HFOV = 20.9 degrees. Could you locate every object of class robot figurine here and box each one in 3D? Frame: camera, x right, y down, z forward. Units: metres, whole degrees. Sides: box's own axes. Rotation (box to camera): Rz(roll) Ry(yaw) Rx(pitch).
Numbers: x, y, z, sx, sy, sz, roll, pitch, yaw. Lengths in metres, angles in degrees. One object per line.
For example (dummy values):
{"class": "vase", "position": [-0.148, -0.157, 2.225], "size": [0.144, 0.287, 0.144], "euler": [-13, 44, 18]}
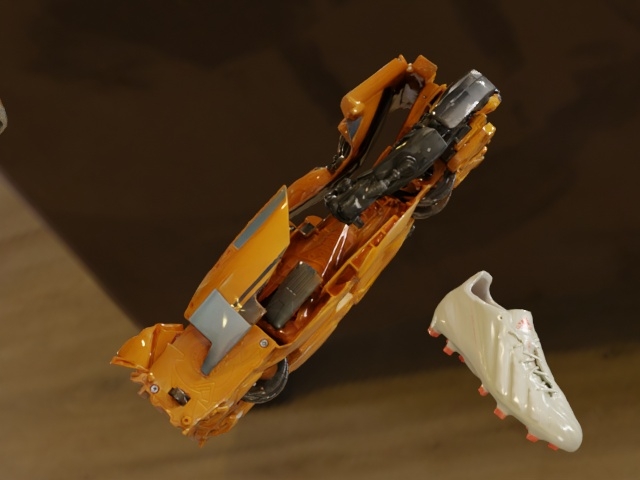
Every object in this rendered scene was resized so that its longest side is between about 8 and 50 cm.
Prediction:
{"class": "robot figurine", "position": [0.000, 0.000, 1.077], "size": [0.291, 0.085, 0.211], "euler": [-48, -6, -8]}

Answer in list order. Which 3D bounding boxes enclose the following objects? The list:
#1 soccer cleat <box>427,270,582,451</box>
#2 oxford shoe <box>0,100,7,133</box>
{"class": "soccer cleat", "position": [0.166, 0.102, 1.492], "size": [0.076, 0.068, 0.196], "euler": [-51, 49, 11]}
{"class": "oxford shoe", "position": [-0.358, 0.034, 1.093], "size": [0.449, 0.130, 0.169], "euler": [-51, -13, 5]}
